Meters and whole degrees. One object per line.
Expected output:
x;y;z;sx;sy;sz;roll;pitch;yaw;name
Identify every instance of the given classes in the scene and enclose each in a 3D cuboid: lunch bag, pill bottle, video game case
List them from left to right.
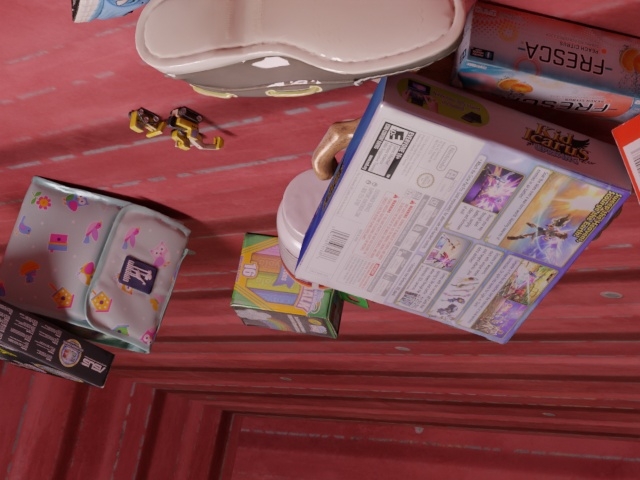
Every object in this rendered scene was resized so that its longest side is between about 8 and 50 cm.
-0.356;0.044;1.674;0.262;0.223;0.160;16;163;0;lunch bag
0.001;-0.015;1.451;0.121;0.121;0.221;10;163;2;pill bottle
0.130;-0.023;1.047;0.244;0.061;0.269;19;139;-7;video game case

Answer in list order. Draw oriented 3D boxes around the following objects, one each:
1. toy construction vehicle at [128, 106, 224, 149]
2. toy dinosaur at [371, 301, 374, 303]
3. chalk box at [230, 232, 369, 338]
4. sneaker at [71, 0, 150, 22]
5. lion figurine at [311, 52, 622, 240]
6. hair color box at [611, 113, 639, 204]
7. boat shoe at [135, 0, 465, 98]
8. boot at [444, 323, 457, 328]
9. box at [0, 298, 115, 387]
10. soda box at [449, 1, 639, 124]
-0.181;-0.134;1.323;0.086;0.035;0.098;-6;156;44;toy construction vehicle
0.103;0.082;1.845;0.082;0.047;0.090;-1;160;-30;toy dinosaur
-0.024;0.078;1.753;0.213;0.132;0.132;7;162;9;chalk box
-0.179;-0.245;0.956;0.073;0.063;0.162;-3;173;-24;sneaker
0.140;-0.096;1.088;0.240;0.142;0.392;-11;150;34;lion figurine
0.353;-0.075;0.980;0.167;0.093;0.053;-8;164;-36;hair color box
-0.012;-0.183;0.943;0.305;0.109;0.091;1;166;22;boat shoe
0.261;0.110;1.776;0.190;0.076;0.208;20;160;20;boot
-0.483;0.142;1.620;0.216;0.060;0.270;7;160;38;box
0.214;-0.158;0.960;0.183;0.063;0.058;12;163;-4;soda box
